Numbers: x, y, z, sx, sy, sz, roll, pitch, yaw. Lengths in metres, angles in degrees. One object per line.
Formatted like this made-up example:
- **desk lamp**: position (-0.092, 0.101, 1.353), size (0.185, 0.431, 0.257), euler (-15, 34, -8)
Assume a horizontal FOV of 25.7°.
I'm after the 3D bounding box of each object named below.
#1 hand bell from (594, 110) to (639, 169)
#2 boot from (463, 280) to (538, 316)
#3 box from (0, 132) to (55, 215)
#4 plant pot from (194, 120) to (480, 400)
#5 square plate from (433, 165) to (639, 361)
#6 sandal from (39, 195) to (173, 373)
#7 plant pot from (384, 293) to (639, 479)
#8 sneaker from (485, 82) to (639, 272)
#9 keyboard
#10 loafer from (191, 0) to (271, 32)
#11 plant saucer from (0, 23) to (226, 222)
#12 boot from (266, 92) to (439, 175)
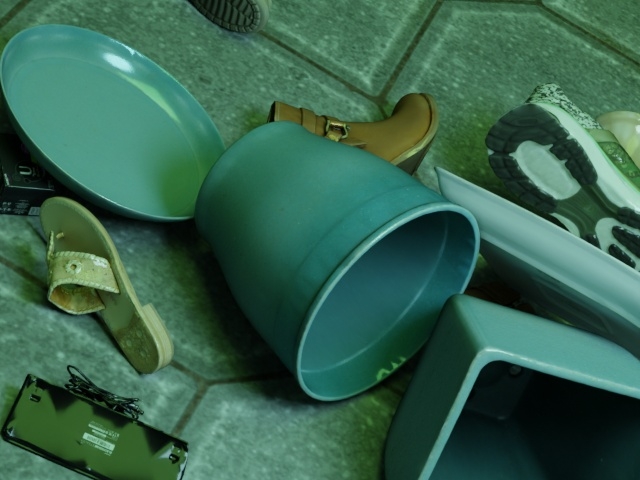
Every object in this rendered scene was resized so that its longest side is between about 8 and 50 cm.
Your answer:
- **hand bell**: position (0.423, -0.060, 2.031), size (0.126, 0.126, 0.242), euler (27, 54, -5)
- **boot**: position (0.183, 0.080, 1.775), size (0.197, 0.073, 0.152), euler (52, 46, 5)
- **box**: position (-0.349, -0.076, 1.628), size (0.062, 0.052, 0.083), euler (4, 50, -29)
- **plant pot**: position (0.000, 0.000, 1.619), size (0.271, 0.272, 0.255), euler (-18, 48, -39)
- **square plate**: position (0.309, 0.059, 1.673), size (0.347, 0.049, 0.344), euler (31, -5, 28)
- **sandal**: position (-0.259, 0.052, 1.536), size (0.079, 0.088, 0.240), euler (-23, 70, -48)
- **plant pot**: position (0.210, 0.191, 1.565), size (0.247, 0.247, 0.252), euler (16, 22, -16)
- **sneaker**: position (0.409, -0.068, 1.918), size (0.410, 0.158, 0.182), euler (47, 41, -15)
- **keyboard**: position (-0.229, 0.202, 1.466), size (0.192, 0.038, 0.100), euler (26, 66, -8)
- **loafer**: position (-0.163, -0.401, 1.995), size (0.268, 0.102, 0.092), euler (41, 50, 11)
- **plant saucer**: position (-0.253, -0.136, 1.701), size (0.317, 0.044, 0.318), euler (28, 34, -21)
- **boot**: position (0.033, -0.132, 1.875), size (0.220, 0.109, 0.283), euler (22, 51, -5)
